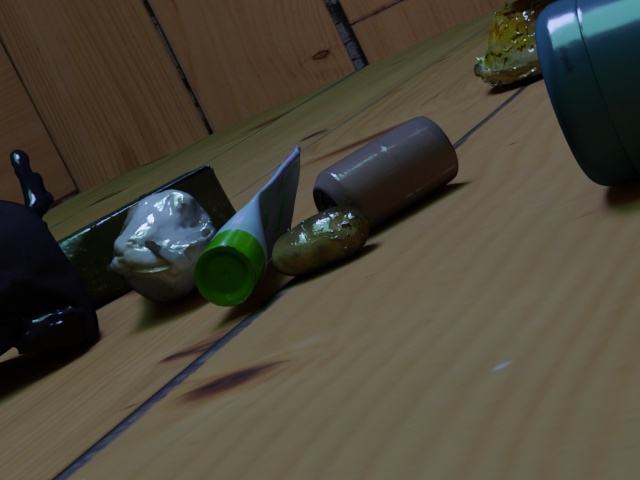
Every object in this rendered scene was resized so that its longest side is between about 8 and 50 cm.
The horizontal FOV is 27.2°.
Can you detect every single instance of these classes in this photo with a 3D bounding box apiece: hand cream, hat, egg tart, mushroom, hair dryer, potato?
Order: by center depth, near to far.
[{"bbox_3d":[0.000,0.000,1.018,0.083,0.040,0.051,-23,8,13],"label":"potato"},{"bbox_3d":[-0.049,-0.009,1.115,0.079,0.050,0.275,-54,1,19],"label":"hand cream"},{"bbox_3d":[0.033,-0.043,1.143,0.117,0.064,0.182,-31,3,-20],"label":"hair dryer"},{"bbox_3d":[-0.150,0.006,1.238,0.099,0.096,0.278,-26,5,-8],"label":"mushroom"},{"bbox_3d":[-0.367,0.021,1.250,0.336,0.208,0.238,-14,-8,42],"label":"hat"},{"bbox_3d":[0.270,-0.250,1.551,0.213,0.090,0.212,-26,13,6],"label":"egg tart"}]

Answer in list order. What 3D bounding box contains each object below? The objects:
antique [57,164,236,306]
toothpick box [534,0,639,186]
[{"bbox_3d":[-0.204,0.004,1.434,0.221,0.081,0.080,-31,8,-25],"label":"antique"},{"bbox_3d":[0.231,-0.115,0.788,0.184,0.120,0.120,-20,11,21],"label":"toothpick box"}]
